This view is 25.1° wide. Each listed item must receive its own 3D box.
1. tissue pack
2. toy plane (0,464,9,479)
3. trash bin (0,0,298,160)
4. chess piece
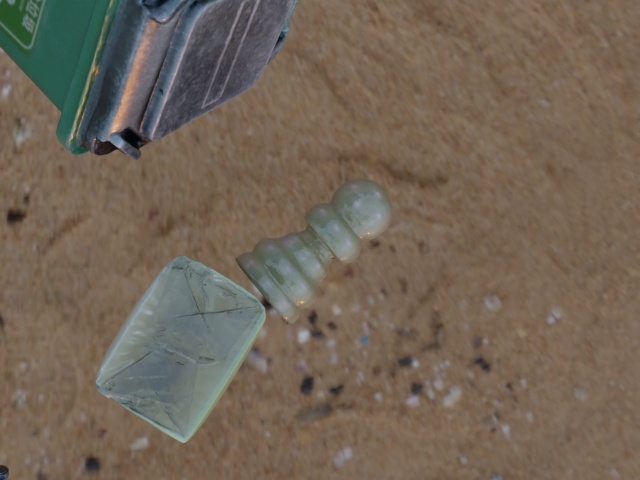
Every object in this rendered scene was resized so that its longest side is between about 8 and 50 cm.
[{"bbox_3d":[-0.145,0.108,1.499,0.125,0.234,0.159,33,84,-4],"label":"tissue pack"},{"bbox_3d":[-0.398,0.285,1.658,0.167,0.062,0.054,24,121,27],"label":"toy plane"},{"bbox_3d":[-0.204,-0.297,1.322,0.381,0.295,0.259,41,135,13],"label":"trash bin"},{"bbox_3d":[0.000,0.000,1.520,0.170,0.094,0.094,-42,114,-3],"label":"chess piece"}]
